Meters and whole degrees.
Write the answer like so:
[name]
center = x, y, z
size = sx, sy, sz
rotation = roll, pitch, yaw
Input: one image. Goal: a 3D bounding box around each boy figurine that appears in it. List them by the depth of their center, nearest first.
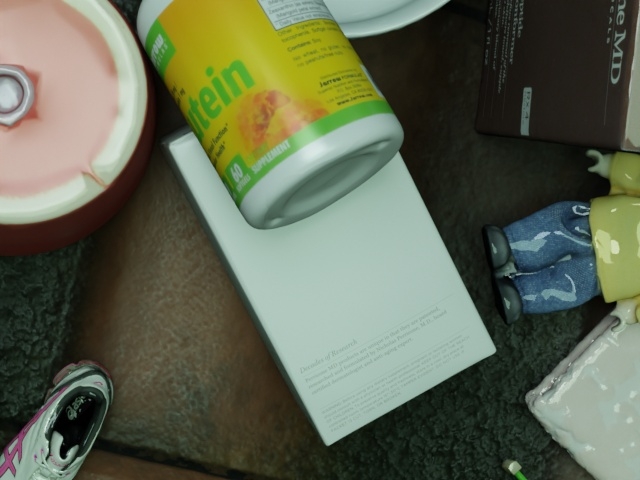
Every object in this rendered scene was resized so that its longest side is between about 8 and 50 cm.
[boy figurine]
center = 0.300, -0.007, 1.147
size = 0.285, 0.092, 0.177
rotation = -15, 93, 3

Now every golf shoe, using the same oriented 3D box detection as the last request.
[golf shoe]
center = -0.254, 0.198, 1.103
size = 0.067, 0.086, 0.186
rotation = 28, 92, -13

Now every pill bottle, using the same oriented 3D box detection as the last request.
[pill bottle]
center = -0.055, -0.143, 0.908
size = 0.136, 0.136, 0.246
rotation = -30, 78, -6

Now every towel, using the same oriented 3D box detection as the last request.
[towel]
center = 0.424, 0.167, 1.239
size = 0.332, 0.053, 0.317
rotation = 45, 86, -12

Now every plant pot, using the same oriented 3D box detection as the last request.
[plant pot]
center = -0.253, -0.114, 0.976
size = 0.274, 0.243, 0.275
rotation = -1, 94, -15

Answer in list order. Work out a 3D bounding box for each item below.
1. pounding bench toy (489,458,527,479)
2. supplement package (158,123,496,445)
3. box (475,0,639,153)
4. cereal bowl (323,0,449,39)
[pounding bench toy]
center = 0.204, 0.269, 1.210
size = 0.065, 0.052, 0.083
rotation = 21, 92, -12
[supplement package]
center = 0.000, 0.000, 1.080
size = 0.175, 0.177, 0.293
rotation = -29, 101, -6
[box]
center = 0.250, -0.168, 1.002
size = 0.143, 0.381, 0.191
rotation = 4, 96, -10
[cereal bowl]
center = 0.003, -0.346, 1.061
size = 0.338, 0.141, 0.339
rotation = -1, 97, -10
